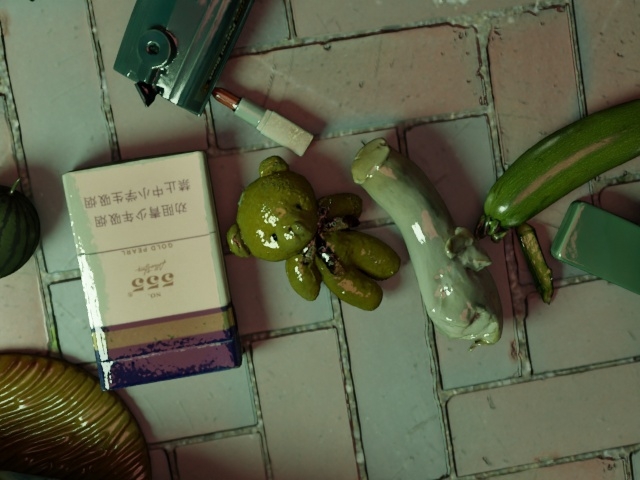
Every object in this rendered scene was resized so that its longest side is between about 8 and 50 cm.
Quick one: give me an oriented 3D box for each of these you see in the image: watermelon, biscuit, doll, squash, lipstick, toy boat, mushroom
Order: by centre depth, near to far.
[{"bbox_3d":[-0.121,-0.286,1.216,0.114,0.122,0.296,29,104,11],"label":"toy boat"},{"bbox_3d":[-0.360,-0.019,1.234,0.105,0.105,0.133,34,110,-8],"label":"watermelon"},{"bbox_3d":[0.000,0.000,1.280,0.209,0.097,0.137,28,88,-13],"label":"doll"},{"bbox_3d":[-0.071,-0.142,1.285,0.129,0.030,0.030,31,94,-8],"label":"lipstick"},{"bbox_3d":[0.127,0.005,1.293,0.096,0.099,0.278,-31,95,-28],"label":"mushroom"},{"bbox_3d":[0.307,-0.100,1.306,0.318,0.080,0.071,-30,60,-2],"label":"squash"},{"bbox_3d":[-0.356,0.288,1.308,0.318,0.040,0.318,-1,98,-5],"label":"biscuit"}]

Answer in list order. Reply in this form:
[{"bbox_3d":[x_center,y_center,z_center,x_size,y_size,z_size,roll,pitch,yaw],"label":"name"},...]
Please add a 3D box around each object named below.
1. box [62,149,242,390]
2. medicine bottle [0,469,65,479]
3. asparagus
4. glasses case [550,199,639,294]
[{"bbox_3d":[-0.190,0.034,1.276,0.168,0.071,0.259,-9,98,-4],"label":"box"},{"bbox_3d":[-0.284,0.371,1.191,0.384,0.224,0.224,11,96,-5],"label":"medicine bottle"},{"bbox_3d":[0.261,0.029,1.340,0.025,0.021,0.108,-22,98,-3],"label":"asparagus"},{"bbox_3d":[0.374,0.019,1.340,0.184,0.039,0.078,23,94,-7],"label":"glasses case"}]
